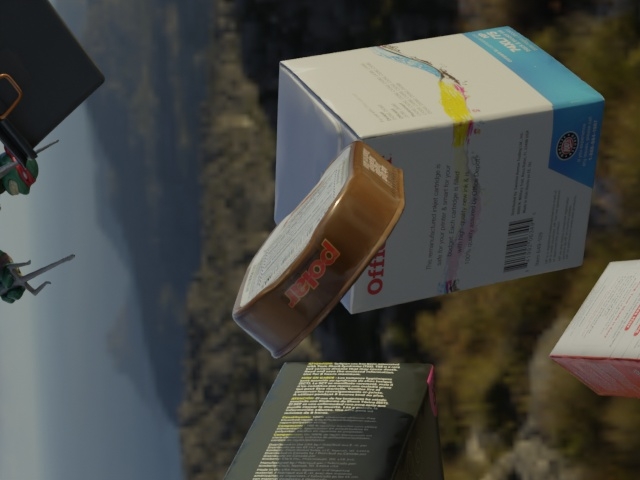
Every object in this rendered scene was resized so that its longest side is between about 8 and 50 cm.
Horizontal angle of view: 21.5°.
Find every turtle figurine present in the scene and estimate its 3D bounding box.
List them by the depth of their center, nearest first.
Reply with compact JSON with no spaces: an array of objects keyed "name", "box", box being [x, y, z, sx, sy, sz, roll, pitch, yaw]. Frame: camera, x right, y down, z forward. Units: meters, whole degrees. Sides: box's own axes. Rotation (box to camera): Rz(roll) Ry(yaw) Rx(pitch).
[{"name":"turtle figurine","box":[-0.310,-0.012,1.433,0.118,0.234,0.175,58,178,40]}]

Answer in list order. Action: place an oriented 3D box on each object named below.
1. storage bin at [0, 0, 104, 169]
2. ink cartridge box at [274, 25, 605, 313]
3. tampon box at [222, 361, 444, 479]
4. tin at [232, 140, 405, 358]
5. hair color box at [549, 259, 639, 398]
[{"name":"storage bin","box":[-0.224,-0.134,1.223,0.135,0.091,0.098,54,173,-30]},{"name":"ink cartridge box","box":[0.113,-0.077,1.709,0.197,0.270,0.198,-131,37,-51]},{"name":"tampon box","box":[0.012,0.162,1.009,0.161,0.101,0.120,-60,-33,-61]},{"name":"tin","box":[0.000,0.000,0.903,0.106,0.040,0.189,-46,7,10]},{"name":"hair color box","box":[0.186,0.048,0.915,0.072,0.043,0.141,-55,11,-11]}]
